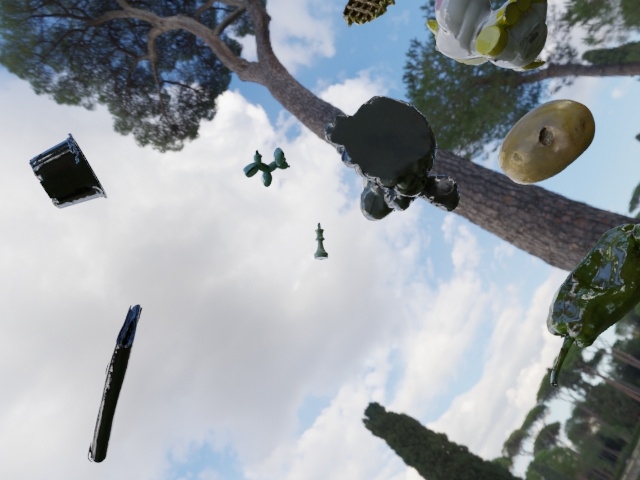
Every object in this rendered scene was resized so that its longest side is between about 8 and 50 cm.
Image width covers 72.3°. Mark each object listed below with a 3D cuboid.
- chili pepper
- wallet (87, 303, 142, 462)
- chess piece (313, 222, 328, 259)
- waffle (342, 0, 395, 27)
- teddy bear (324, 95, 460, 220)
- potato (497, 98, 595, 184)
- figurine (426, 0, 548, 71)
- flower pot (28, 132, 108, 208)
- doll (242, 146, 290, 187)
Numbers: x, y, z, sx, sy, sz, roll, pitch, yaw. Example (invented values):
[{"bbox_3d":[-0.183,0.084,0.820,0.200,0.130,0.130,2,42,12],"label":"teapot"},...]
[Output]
[{"bbox_3d":[0.305,0.069,0.497,0.204,0.072,0.073,-51,-42,3],"label":"chili pepper"},{"bbox_3d":[-0.447,0.301,0.952,0.045,0.172,0.318,14,-68,-21],"label":"wallet"},{"bbox_3d":[0.000,0.000,1.739,0.059,0.059,0.149,17,-115,-49],"label":"chess piece"},{"bbox_3d":[0.068,-0.346,0.619,0.016,0.078,0.085,24,-114,-63],"label":"waffle"},{"bbox_3d":[0.124,-0.095,0.683,0.144,0.171,0.251,-57,-30,-6],"label":"teddy bear"},{"bbox_3d":[0.529,-0.235,1.040,0.150,0.234,0.146,39,-131,-7],"label":"potato"},{"bbox_3d":[0.206,-0.274,0.575,0.109,0.178,0.129,-56,-35,-1],"label":"figurine"},{"bbox_3d":[-0.556,-0.141,0.962,0.106,0.157,0.157,-31,-49,-18],"label":"flower pot"},{"bbox_3d":[-0.195,-0.283,1.660,0.159,0.059,0.159,19,-63,-36],"label":"doll"}]
